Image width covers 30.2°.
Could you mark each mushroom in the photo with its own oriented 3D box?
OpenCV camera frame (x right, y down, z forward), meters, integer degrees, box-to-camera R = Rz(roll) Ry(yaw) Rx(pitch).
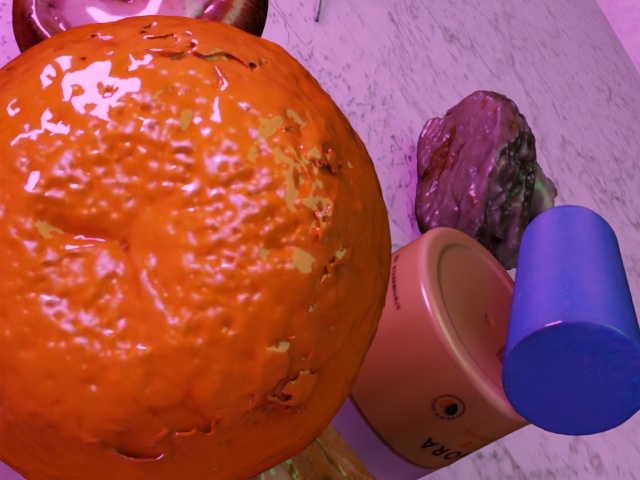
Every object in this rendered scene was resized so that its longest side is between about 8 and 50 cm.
[{"bbox_3d":[-0.167,-0.230,1.096,0.253,0.253,0.153,62,-8,8],"label":"mushroom"}]

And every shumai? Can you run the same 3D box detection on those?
[{"bbox_3d":[0.241,-0.066,1.598,0.218,0.189,0.255,38,39,-27],"label":"shumai"}]

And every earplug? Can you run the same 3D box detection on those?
[{"bbox_3d":[0.250,0.058,1.186,0.132,0.132,0.273,47,27,-18],"label":"earplug"}]

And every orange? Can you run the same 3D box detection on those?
[{"bbox_3d":[-0.116,0.013,0.844,0.340,0.341,0.293,61,-2,7],"label":"orange"}]

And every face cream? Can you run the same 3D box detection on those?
[{"bbox_3d":[0.103,0.120,1.211,0.218,0.179,0.218,37,35,-32],"label":"face cream"}]

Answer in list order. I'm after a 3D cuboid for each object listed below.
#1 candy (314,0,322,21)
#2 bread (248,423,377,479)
[{"bbox_3d":[0.004,-0.372,1.698,0.056,0.049,0.184,16,48,-9],"label":"candy"},{"bbox_3d":[0.001,0.267,0.964,0.294,0.132,0.167,47,30,-15],"label":"bread"}]
